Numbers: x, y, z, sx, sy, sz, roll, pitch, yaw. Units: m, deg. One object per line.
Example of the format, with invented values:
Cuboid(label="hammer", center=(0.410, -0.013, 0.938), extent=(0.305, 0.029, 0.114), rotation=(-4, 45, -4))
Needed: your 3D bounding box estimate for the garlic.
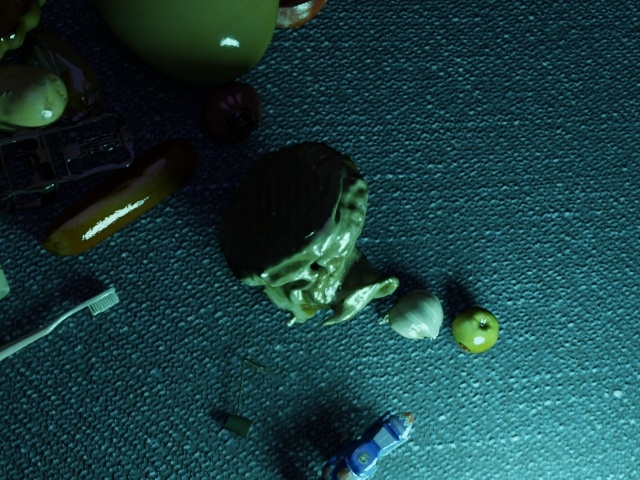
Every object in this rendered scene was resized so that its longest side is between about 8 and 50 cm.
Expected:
Cuboid(label="garlic", center=(0.166, 0.127, 1.953), extent=(0.094, 0.074, 0.113), rotation=(40, 53, 9))

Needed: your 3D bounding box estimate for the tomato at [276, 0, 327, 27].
Cuboid(label="tomato", center=(-0.056, -0.433, 2.044), extent=(0.159, 0.091, 0.139), rotation=(20, 58, 20))

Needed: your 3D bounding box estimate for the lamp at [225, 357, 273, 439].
Cuboid(label="lamp", center=(-0.122, 0.255, 1.861), extent=(0.054, 0.041, 0.121), rotation=(21, 74, 1))

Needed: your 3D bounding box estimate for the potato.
Cuboid(label="potato", center=(-0.491, -0.228, 1.842), extent=(0.178, 0.118, 0.109), rotation=(4, 108, 14))

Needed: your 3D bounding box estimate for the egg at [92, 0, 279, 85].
Cuboid(label="egg", center=(-0.224, -0.432, 1.882), extent=(0.301, 0.301, 0.374), rotation=(-33, 84, -21))

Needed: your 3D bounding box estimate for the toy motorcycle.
Cuboid(label="toy motorcycle", center=(0.061, 0.348, 1.839), extent=(0.205, 0.114, 0.076), rotation=(-37, 86, -20))

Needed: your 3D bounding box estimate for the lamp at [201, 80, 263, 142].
Cuboid(label="lamp", center=(-0.149, -0.218, 1.950), extent=(0.108, 0.107, 0.092), rotation=(-22, 41, -20))

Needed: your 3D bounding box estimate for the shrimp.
Cuboid(label="shrimp", center=(-0.468, -0.301, 1.907), extent=(0.262, 0.066, 0.117), rotation=(45, 69, 2))

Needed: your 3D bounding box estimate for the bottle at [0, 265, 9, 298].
Cuboid(label="bottle", center=(-0.561, 0.000, 1.772), extent=(0.097, 0.110, 0.209), rotation=(-21, 82, -20))

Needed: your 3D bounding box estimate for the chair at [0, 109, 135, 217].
Cuboid(label="chair", center=(-0.420, -0.124, 1.844), extent=(0.229, 0.113, 0.106), rotation=(-15, 80, -21))

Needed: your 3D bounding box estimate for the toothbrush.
Cuboid(label="toothbrush", center=(-0.453, 0.156, 1.804), extent=(0.307, 0.025, 0.029), rotation=(-30, 92, -21))

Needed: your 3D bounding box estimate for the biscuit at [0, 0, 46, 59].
Cuboid(label="biscuit", center=(-0.597, -0.386, 1.846), extent=(0.326, 0.107, 0.325), rotation=(2, 56, -3))

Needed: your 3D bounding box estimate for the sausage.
Cuboid(label="sausage", center=(-0.322, -0.068, 1.868), extent=(0.300, 0.089, 0.083), rotation=(-39, 96, -21))

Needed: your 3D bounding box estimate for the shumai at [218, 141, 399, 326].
Cuboid(label="shumai", center=(0.000, 0.000, 1.884), extent=(0.267, 0.314, 0.262), rotation=(-40, 126, 9))

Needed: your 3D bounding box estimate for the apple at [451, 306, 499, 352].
Cuboid(label="apple", center=(0.267, 0.153, 1.973), extent=(0.084, 0.071, 0.084), rotation=(5, 74, -16))
